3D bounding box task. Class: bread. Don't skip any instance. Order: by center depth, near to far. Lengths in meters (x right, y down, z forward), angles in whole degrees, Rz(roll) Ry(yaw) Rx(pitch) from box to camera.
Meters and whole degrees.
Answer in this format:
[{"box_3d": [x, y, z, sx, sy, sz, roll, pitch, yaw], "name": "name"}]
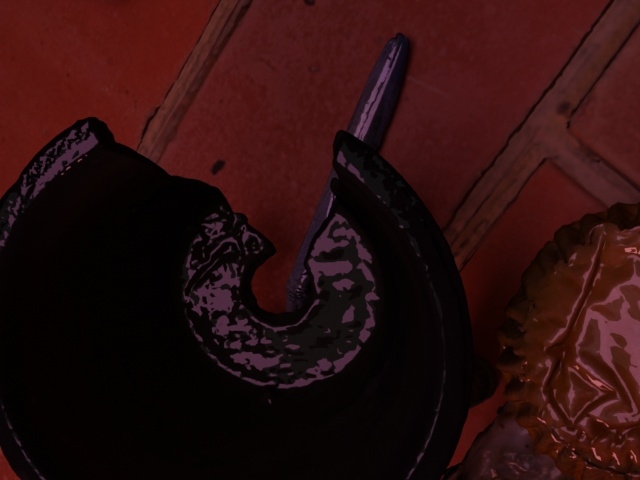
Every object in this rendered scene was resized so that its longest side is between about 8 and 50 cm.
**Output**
[{"box_3d": [0.243, 0.086, 0.759, 0.239, 0.139, 0.240, 1, 93, 24], "name": "bread"}]

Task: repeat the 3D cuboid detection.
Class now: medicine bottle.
[{"box_3d": [0.115, 0.125, 0.877, 0.047, 0.083, 0.047, 1, 93, 31], "name": "medicine bottle"}]

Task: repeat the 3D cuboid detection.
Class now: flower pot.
[{"box_3d": [-0.062, 0.072, 0.848, 0.379, 0.251, 0.380, 1, 98, 9], "name": "flower pot"}]

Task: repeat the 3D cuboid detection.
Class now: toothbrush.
[{"box_3d": [0.000, 0.000, 0.973, 0.035, 0.042, 0.414, 29, 104, 28], "name": "toothbrush"}]

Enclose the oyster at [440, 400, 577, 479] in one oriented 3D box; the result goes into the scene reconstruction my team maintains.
[{"box_3d": [0.169, 0.273, 0.860, 0.166, 0.094, 0.295, 16, 88, 15], "name": "oyster"}]
